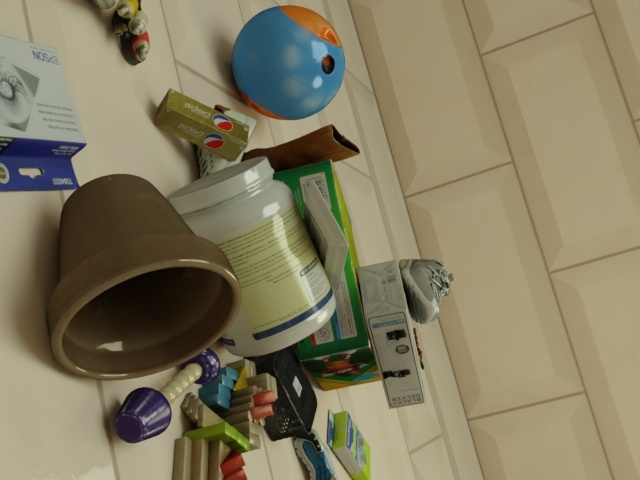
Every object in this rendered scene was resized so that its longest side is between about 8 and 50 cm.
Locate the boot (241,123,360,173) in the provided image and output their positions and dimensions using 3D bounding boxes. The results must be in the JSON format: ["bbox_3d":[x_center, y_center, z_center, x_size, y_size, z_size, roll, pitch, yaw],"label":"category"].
[{"bbox_3d":[-0.042,-0.184,1.944,0.264,0.280,0.096,40,36,-59],"label":"boot"}]

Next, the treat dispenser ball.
[{"bbox_3d":[-0.081,-0.448,2.079,0.288,0.288,0.288,-18,90,-72],"label":"treat dispenser ball"}]

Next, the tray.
[{"bbox_3d":[0.000,0.000,1.577,0.145,0.030,0.270,60,-12,17],"label":"tray"}]

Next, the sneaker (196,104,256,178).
[{"bbox_3d":[-0.231,-0.178,1.733,0.123,0.106,0.290,28,43,-14],"label":"sneaker"}]

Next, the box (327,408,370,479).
[{"bbox_3d":[0.072,0.502,2.009,0.109,0.042,0.178,-86,153,-51],"label":"box"}]

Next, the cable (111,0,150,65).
[{"bbox_3d":[-0.355,-0.453,1.615,0.287,0.072,0.139,-91,168,-47],"label":"cable"}]

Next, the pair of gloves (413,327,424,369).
[{"bbox_3d":[0.213,0.234,1.774,0.074,0.010,0.083,71,9,-52],"label":"pair of gloves"}]

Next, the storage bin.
[{"bbox_3d":[-0.083,0.302,1.671,0.122,0.084,0.180,-71,138,-63],"label":"storage bin"}]

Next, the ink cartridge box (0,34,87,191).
[{"bbox_3d":[-0.427,-0.183,1.182,0.223,0.045,0.224,-17,89,-73],"label":"ink cartridge box"}]

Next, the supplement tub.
[{"bbox_3d":[-0.130,0.028,1.547,0.235,0.235,0.324,-58,128,-68],"label":"supplement tub"}]

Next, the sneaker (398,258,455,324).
[{"bbox_3d":[0.236,0.090,1.776,0.281,0.115,0.105,-89,166,-71],"label":"sneaker"}]

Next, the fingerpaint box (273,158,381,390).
[{"bbox_3d":[0.015,0.097,1.926,0.371,0.163,0.444,65,13,-69],"label":"fingerpaint box"}]

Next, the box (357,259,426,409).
[{"bbox_3d":[0.157,0.208,1.781,0.169,0.087,0.290,-96,172,-52],"label":"box"}]

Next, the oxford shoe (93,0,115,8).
[{"bbox_3d":[-0.449,-0.517,1.338,0.449,0.130,0.169,60,11,-78],"label":"oxford shoe"}]

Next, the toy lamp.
[{"bbox_3d":[-0.239,0.238,1.284,0.275,0.080,0.080,-42,113,-74],"label":"toy lamp"}]

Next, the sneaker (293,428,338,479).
[{"bbox_3d":[0.005,0.494,1.777,0.083,0.071,0.190,-5,78,-78],"label":"sneaker"}]

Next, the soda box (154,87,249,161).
[{"bbox_3d":[-0.236,-0.230,1.641,0.181,0.058,0.061,23,42,-23],"label":"soda box"}]

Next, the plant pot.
[{"bbox_3d":[-0.272,0.035,1.169,0.263,0.263,0.229,46,12,-54],"label":"plant pot"}]

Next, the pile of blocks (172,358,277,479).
[{"bbox_3d":[-0.149,0.301,1.429,0.362,0.113,0.149,-75,143,-61],"label":"pile of blocks"}]
